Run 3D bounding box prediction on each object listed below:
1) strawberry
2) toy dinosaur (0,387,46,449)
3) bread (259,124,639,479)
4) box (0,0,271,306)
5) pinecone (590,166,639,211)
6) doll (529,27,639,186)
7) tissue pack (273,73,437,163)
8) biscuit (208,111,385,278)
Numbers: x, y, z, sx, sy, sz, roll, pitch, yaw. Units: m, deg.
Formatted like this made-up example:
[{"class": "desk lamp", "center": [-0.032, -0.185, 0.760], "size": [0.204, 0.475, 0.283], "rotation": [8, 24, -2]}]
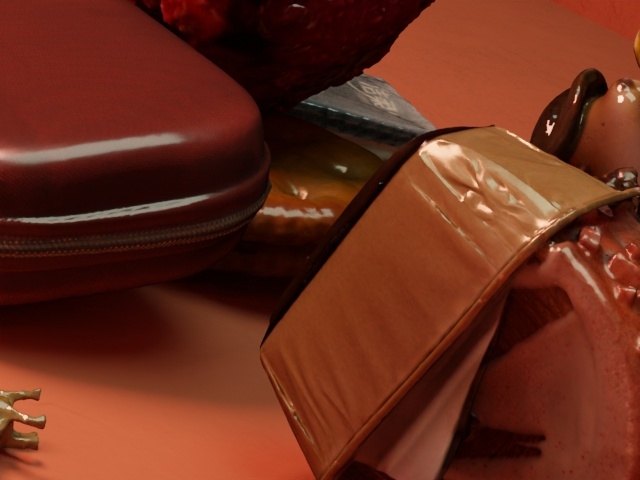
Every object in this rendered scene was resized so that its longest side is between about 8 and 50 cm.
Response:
[{"class": "strawberry", "center": [-0.046, -0.190, 1.285], "size": [0.274, 0.274, 0.220], "rotation": [20, 57, -8]}, {"class": "toy dinosaur", "center": [-0.146, 0.087, 0.888], "size": [0.041, 0.026, 0.113], "rotation": [9, 10, -19]}, {"class": "bread", "center": [0.083, 0.070, 0.926], "size": [0.142, 0.224, 0.212], "rotation": [-11, 55, -51]}, {"class": "box", "center": [-0.203, -0.084, 1.156], "size": [0.263, 0.108, 0.404], "rotation": [-8, 29, -29]}, {"class": "pinecone", "center": [0.152, 0.038, 1.178], "size": [0.150, 0.195, 0.179], "rotation": [65, 9, 17]}, {"class": "doll", "center": [0.280, 0.011, 1.333], "size": [0.340, 0.209, 0.318], "rotation": [34, 53, 28]}, {"class": "tissue pack", "center": [-0.049, -0.108, 1.565], "size": [0.257, 0.081, 0.185], "rotation": [14, 18, -22]}, {"class": "biscuit", "center": [-0.052, -0.033, 1.285], "size": [0.220, 0.066, 0.220], "rotation": [9, 21, -4]}]
